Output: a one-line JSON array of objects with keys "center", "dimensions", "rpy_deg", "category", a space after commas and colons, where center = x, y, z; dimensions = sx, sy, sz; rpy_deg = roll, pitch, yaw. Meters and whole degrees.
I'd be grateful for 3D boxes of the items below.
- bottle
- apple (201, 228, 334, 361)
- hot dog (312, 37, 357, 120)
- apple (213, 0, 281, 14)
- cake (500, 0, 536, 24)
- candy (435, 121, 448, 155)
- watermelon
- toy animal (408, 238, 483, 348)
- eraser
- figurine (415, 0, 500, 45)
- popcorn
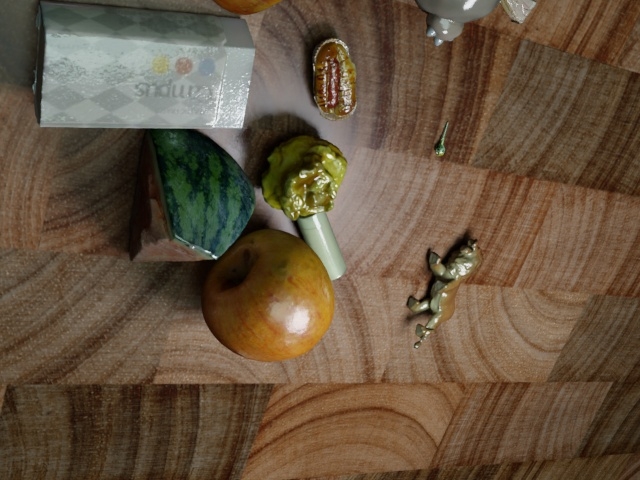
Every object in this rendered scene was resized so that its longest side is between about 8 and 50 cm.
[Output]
[{"center": [0.000, 0.000, 1.960], "dimensions": [0.072, 0.072, 0.201], "rpy_deg": [-30, 128, -11], "category": "bottle"}, {"center": [-0.106, 0.132, 1.836], "dimensions": [0.299, 0.299, 0.275], "rpy_deg": [-39, 119, -3], "category": "apple"}, {"center": [0.029, -0.341, 1.779], "dimensions": [0.099, 0.053, 0.192], "rpy_deg": [-24, 130, -20], "category": "hot dog"}, {"center": [-0.131, -0.535, 1.471], "dimensions": [0.242, 0.242, 0.241], "rpy_deg": [-40, 117, -2], "category": "apple"}, {"center": [0.427, -0.551, 1.879], "dimensions": [0.065, 0.052, 0.121], "rpy_deg": [-44, 129, 8], "category": "cake"}, {"center": [0.295, -0.244, 2.011], "dimensions": [0.025, 0.023, 0.083], "rpy_deg": [-20, 129, -62], "category": "candy"}, {"center": [-0.255, -0.053, 1.714], "dimensions": [0.250, 0.283, 0.292], "rpy_deg": [6, 142, -17], "category": "watermelon"}, {"center": [0.335, 0.132, 2.221], "dimensions": [0.158, 0.097, 0.312], "rpy_deg": [0, 120, -37], "category": "toy animal"}, {"center": [-0.325, -0.320, 1.571], "dimensions": [0.397, 0.082, 0.213], "rpy_deg": [-2, 120, -28], "category": "eraser"}, {"center": [0.323, -0.590, 1.697], "dimensions": [0.380, 0.203, 0.248], "rpy_deg": [-42, 126, -2], "category": "figurine"}, {"center": [-0.028, -0.135, 1.811], "dimensions": [0.198, 0.155, 0.197], "rpy_deg": [-25, 134, -29], "category": "popcorn"}]
